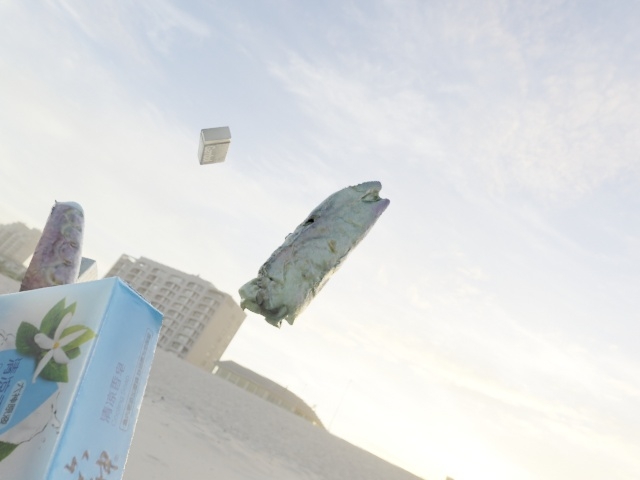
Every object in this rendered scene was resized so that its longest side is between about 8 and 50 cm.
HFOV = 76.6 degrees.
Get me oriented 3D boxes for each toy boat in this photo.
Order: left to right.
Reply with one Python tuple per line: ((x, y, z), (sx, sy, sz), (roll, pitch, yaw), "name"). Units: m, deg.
((-0.393, 0.052, 0.611), (0.085, 0.227, 0.155), (22, -53, -33), "toy boat")

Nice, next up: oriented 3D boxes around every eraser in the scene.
((-0.351, -0.307, 1.331), (0.212, 0.092, 0.046), (153, -77, -69), "eraser")

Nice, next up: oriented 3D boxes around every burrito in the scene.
((0.003, 0.001, 0.604), (0.096, 0.309, 0.066), (40, -33, 6), "burrito")

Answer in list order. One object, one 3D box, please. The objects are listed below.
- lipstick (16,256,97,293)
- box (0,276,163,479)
((-0.549, 0.155, 0.753), (0.076, 0.371, 0.080), (14, -61, -3), "lipstick")
((-0.235, 0.152, 0.330), (0.142, 0.232, 0.083), (-9, -40, 11), "box")
